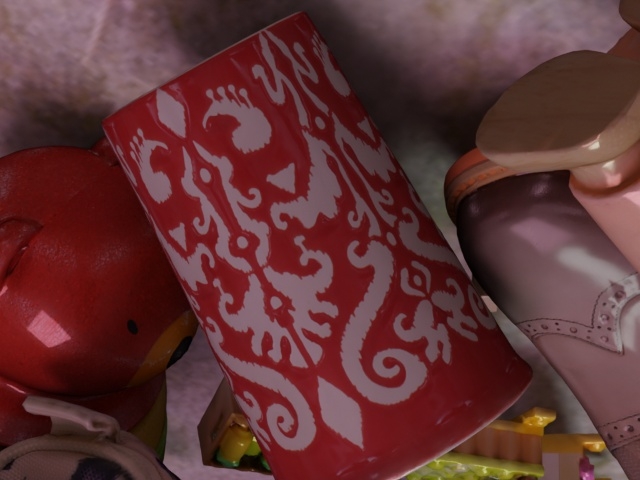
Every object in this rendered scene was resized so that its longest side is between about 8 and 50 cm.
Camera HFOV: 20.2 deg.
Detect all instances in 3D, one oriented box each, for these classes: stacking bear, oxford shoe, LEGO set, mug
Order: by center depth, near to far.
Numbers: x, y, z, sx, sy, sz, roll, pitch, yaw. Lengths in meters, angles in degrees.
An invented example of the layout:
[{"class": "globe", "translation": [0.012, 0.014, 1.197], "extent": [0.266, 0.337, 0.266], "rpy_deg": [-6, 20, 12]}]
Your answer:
[{"class": "mug", "translation": [-0.008, 0.005, 0.720], "extent": [0.113, 0.150, 0.169], "rpy_deg": [-30, 96, -3]}, {"class": "oxford shoe", "translation": [0.187, 0.084, 0.766], "extent": [0.363, 0.133, 0.130], "rpy_deg": [36, 139, -27]}, {"class": "LEGO set", "translation": [0.065, 0.143, 0.838], "extent": [0.132, 0.107, 0.287], "rpy_deg": [-12, 154, 30]}, {"class": "stacking bear", "translation": [-0.137, 0.075, 0.855], "extent": [0.164, 0.175, 0.289], "rpy_deg": [38, 136, 15]}]

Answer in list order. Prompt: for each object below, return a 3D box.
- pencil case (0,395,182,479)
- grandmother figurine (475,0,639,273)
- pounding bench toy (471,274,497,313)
[{"class": "pencil case", "translation": [-0.005, 0.236, 0.808], "extent": [0.160, 0.183, 0.410], "rpy_deg": [-13, 137, 43]}, {"class": "grandmother figurine", "translation": [0.216, 0.039, 0.682], "extent": [0.208, 0.104, 0.342], "rpy_deg": [-38, 115, 7]}, {"class": "pounding bench toy", "translation": [0.058, 0.045, 0.828], "extent": [0.083, 0.052, 0.065], "rpy_deg": [-13, 136, 32]}]
